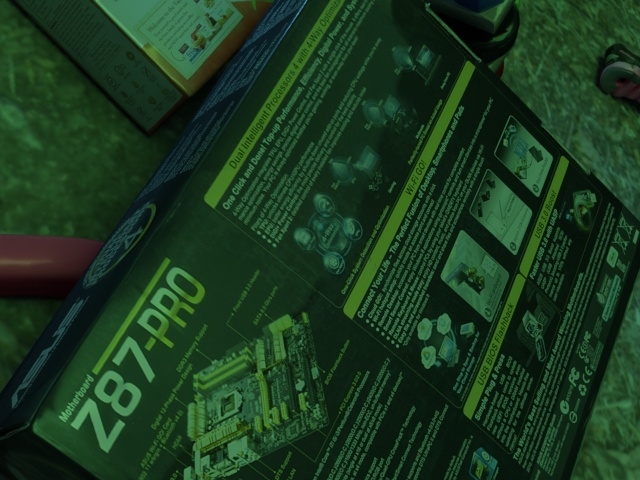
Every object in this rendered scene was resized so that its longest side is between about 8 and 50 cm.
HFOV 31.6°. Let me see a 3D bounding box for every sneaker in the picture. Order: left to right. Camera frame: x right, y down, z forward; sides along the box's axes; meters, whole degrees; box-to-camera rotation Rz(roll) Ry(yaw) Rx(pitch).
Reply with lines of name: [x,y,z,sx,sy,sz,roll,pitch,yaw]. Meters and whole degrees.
sneaker: [0.327,-0.158,1.126,0.119,0.047,0.057,27,44,-25]

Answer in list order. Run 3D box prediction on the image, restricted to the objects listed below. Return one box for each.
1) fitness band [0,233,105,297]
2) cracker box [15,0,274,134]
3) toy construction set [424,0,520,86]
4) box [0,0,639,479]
fitness band: [-0.178,0.097,0.630,0.290,0.054,0.209,1,68,-37]
cracker box: [-0.146,-0.210,0.788,0.232,0.067,0.156,46,49,-10]
toy construction set: [0.037,-0.249,0.822,0.237,0.309,0.257,8,92,7]
box: [0.032,0.051,0.697,0.318,0.097,0.395,42,55,-20]
